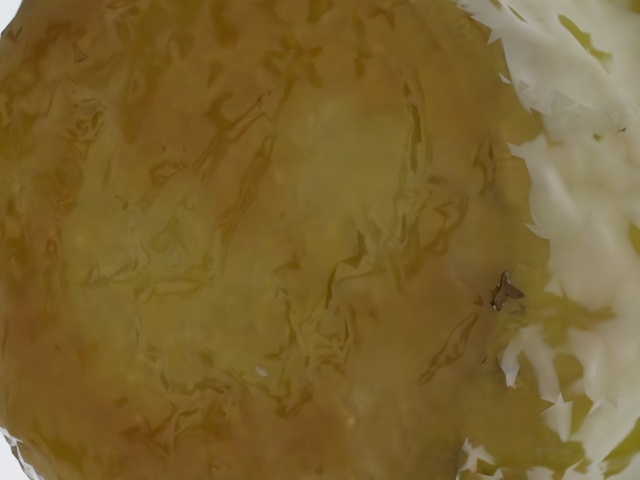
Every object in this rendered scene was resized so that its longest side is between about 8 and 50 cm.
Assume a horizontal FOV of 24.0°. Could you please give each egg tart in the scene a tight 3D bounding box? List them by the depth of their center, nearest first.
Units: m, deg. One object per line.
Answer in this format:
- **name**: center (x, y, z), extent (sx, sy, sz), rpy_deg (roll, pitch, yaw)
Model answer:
- **egg tart**: center (0.000, 0.000, 0.530), extent (0.388, 0.169, 0.388), rpy_deg (1, -88, 32)
